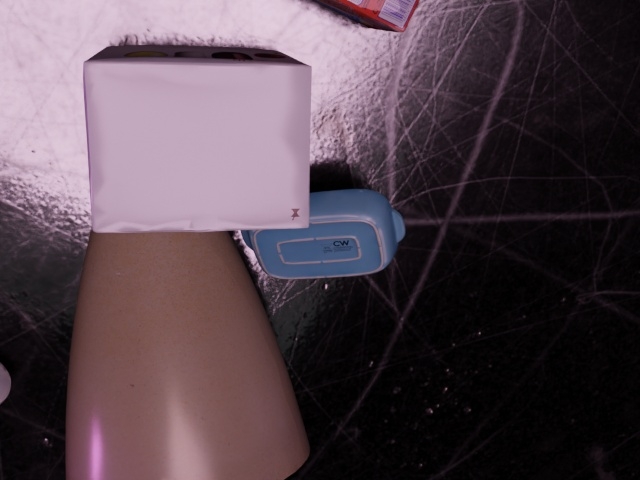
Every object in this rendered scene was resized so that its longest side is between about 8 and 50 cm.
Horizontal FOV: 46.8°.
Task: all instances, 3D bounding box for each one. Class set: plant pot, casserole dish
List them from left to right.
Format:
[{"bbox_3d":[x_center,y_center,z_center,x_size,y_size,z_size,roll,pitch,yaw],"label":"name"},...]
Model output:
[{"bbox_3d":[-0.157,0.107,0.783,0.257,0.256,0.274,-9,93,-8],"label":"plant pot"},{"bbox_3d":[0.000,0.000,0.826,0.188,0.037,0.114,-5,133,12],"label":"casserole dish"}]

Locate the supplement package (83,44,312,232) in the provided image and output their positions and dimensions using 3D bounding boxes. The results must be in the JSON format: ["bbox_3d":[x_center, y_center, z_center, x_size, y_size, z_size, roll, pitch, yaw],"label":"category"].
[{"bbox_3d":[-0.119,-0.108,0.721,0.194,0.203,0.149,-2,108,-11],"label":"supplement package"}]

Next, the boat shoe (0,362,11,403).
[{"bbox_3d":[-0.457,0.146,0.812,0.219,0.077,0.070,19,137,-20],"label":"boat shoe"}]

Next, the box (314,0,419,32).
[{"bbox_3d":[0.066,-0.349,0.722,0.128,0.122,0.256,21,102,-17],"label":"box"}]
